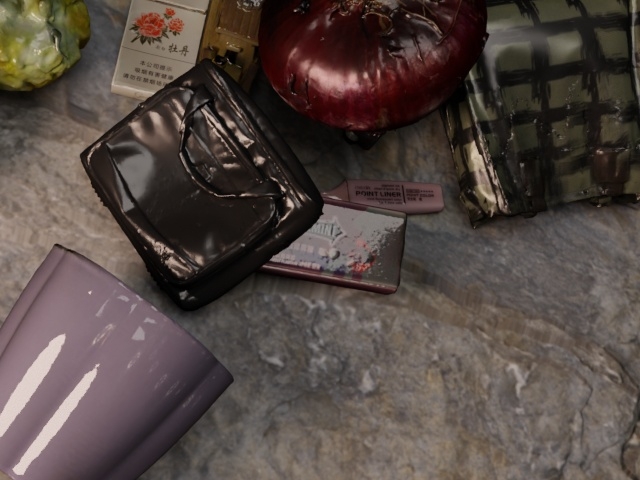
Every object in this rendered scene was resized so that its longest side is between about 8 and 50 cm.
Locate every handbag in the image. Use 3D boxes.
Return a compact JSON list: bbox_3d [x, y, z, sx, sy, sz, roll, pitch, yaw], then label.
[{"bbox_3d":[0.332,-0.200,1.618,0.325,0.162,0.327,-9,85,-14],"label":"handbag"},{"bbox_3d":[-0.157,-0.076,1.429,0.244,0.088,0.275,-36,73,2],"label":"handbag"}]

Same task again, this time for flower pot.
[{"bbox_3d":[-0.278,0.171,1.282,0.265,0.265,0.243,39,77,2],"label":"flower pot"}]

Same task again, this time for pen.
[{"bbox_3d":[0.080,-0.062,1.571,0.197,0.032,0.053,-1,70,-17],"label":"pen"}]

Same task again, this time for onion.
[{"bbox_3d":[0.066,-0.270,1.474,0.313,0.232,0.314,-3,55,5],"label":"onion"}]

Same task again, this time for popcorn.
[{"bbox_3d":[-0.401,-0.292,1.439,0.197,0.212,0.198,-4,60,6],"label":"popcorn"}]

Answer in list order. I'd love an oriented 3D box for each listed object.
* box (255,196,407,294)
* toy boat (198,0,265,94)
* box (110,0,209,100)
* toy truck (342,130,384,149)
[{"bbox_3d":[0.000,0.000,1.498,0.224,0.069,0.120,9,81,-11],"label":"box"},{"bbox_3d":[-0.116,-0.300,1.563,0.089,0.121,0.321,17,66,-14],"label":"toy boat"},{"bbox_3d":[-0.226,-0.288,1.577,0.109,0.029,0.198,13,67,-10],"label":"box"},{"bbox_3d":[0.025,-0.226,1.603,0.201,0.074,0.088,44,56,5],"label":"toy truck"}]
